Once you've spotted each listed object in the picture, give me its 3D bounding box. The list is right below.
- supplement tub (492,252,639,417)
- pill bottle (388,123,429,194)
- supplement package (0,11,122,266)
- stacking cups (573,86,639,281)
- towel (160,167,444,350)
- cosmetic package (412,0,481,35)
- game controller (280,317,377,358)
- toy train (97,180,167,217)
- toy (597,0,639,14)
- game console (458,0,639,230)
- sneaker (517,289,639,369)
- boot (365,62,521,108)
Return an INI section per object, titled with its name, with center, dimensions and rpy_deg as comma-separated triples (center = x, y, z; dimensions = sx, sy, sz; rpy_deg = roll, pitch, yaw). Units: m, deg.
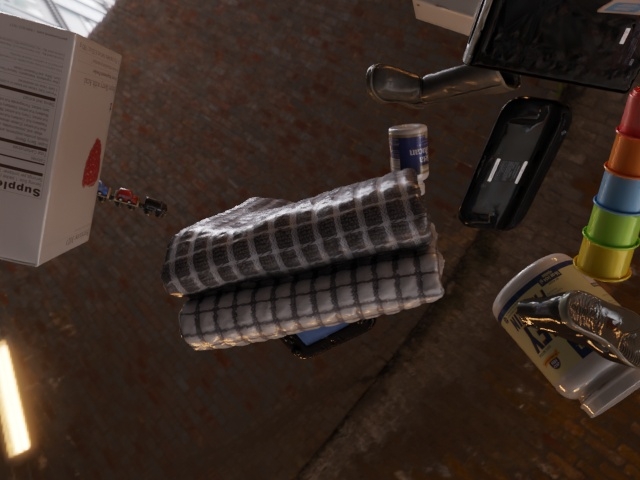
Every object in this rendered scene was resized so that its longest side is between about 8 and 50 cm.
[supplement tub]
center = 0.592, 0.216, 1.227
dimensions = 0.235, 0.235, 0.324
rpy_deg = -50, -126, 23
[pill bottle]
center = 0.220, -0.197, 1.302
dimensions = 0.094, 0.094, 0.169
rpy_deg = 12, -62, 42
[supplement package]
center = -0.403, -0.139, 0.709
dimensions = 0.177, 0.175, 0.292
rpy_deg = -107, -149, -78
[stacking cups]
center = 0.493, -0.088, 0.865
dimensions = 0.096, 0.096, 0.316
rpy_deg = 25, -51, 42
[towel]
center = 0.000, 0.000, 0.546
dimensions = 0.235, 0.283, 0.121
rpy_deg = -15, -83, 11
[cosmetic package]
center = 0.431, -0.819, 1.536
dimensions = 0.197, 0.155, 0.365
rpy_deg = 26, -83, 13
[game controller]
center = -0.011, 0.174, 1.205
dimensions = 0.319, 0.166, 0.067
rpy_deg = -37, -166, 46
[toy train]
center = -0.366, -0.079, 0.987
dimensions = 0.036, 0.158, 0.027
rpy_deg = 125, -27, -42
[toy]
center = 0.350, -0.197, 0.417
dimensions = 0.237, 0.137, 0.056
rpy_deg = -148, -119, -85
[game console]
center = 0.265, -0.165, 0.677
dimensions = 0.044, 0.213, 0.361
rpy_deg = -97, -162, -55
[sneaker]
center = 0.447, 0.144, 0.883
dimensions = 0.083, 0.222, 0.118
rpy_deg = -64, -163, -15
[boot]
center = 0.210, -0.277, 0.909
dimensions = 0.209, 0.190, 0.076
rpy_deg = 10, -80, 47
